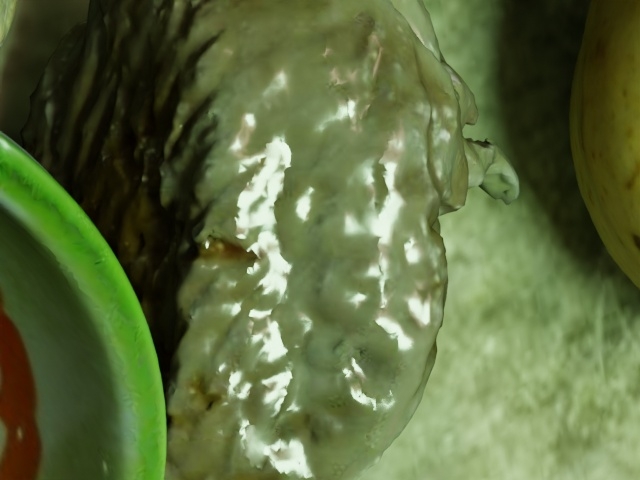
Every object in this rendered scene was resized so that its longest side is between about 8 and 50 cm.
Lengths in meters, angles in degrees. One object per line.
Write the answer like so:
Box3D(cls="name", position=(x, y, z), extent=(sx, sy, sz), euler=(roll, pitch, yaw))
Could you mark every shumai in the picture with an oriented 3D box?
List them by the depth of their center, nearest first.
Box3D(cls="shumai", position=(0.002, -0.003, 0.669), extent=(0.185, 0.184, 0.218), euler=(3, 74, -39))

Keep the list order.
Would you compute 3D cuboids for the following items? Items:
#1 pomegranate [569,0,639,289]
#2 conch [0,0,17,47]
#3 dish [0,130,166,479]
Box3D(cls="pomegranate", position=(0.242, -0.085, 0.815), extent=(0.342, 0.342, 0.342), euler=(-3, 95, -41))
Box3D(cls="conch", position=(-0.151, -0.124, 0.567), extent=(0.155, 0.130, 0.207), euler=(55, 45, -44))
Box3D(cls="dish", position=(-0.212, 0.054, 0.495), extent=(0.324, 0.124, 0.324), euler=(-14, 131, -18))
